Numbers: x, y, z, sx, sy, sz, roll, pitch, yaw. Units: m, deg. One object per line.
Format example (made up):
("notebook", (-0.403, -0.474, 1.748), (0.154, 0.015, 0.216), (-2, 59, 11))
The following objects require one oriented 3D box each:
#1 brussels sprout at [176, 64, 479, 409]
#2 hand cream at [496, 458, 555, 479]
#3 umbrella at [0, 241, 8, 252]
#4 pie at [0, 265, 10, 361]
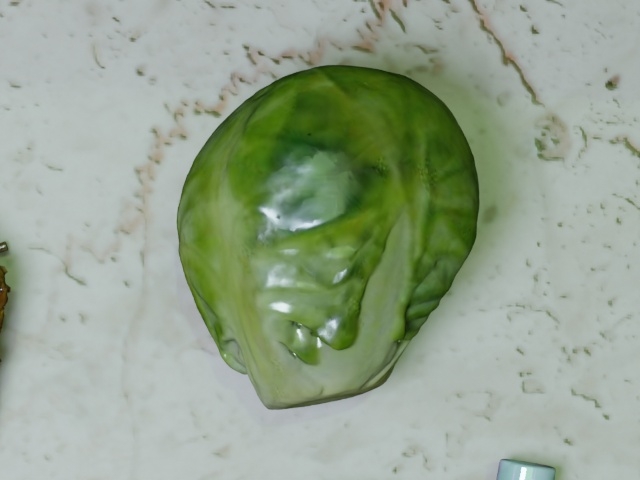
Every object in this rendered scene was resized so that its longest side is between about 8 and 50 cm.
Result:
("brussels sprout", (0.000, 0.000, 1.523), (0.219, 0.210, 0.271), (3, 91, -27))
("hand cream", (0.155, 0.265, 1.570), (0.076, 0.047, 0.174), (10, 88, -4))
("umbrella", (-0.332, 0.032, 1.578), (0.165, 0.025, 0.027), (-21, 106, -7))
("pie", (-0.387, 0.110, 1.511), (0.308, 0.085, 0.308), (1, 86, -12))
